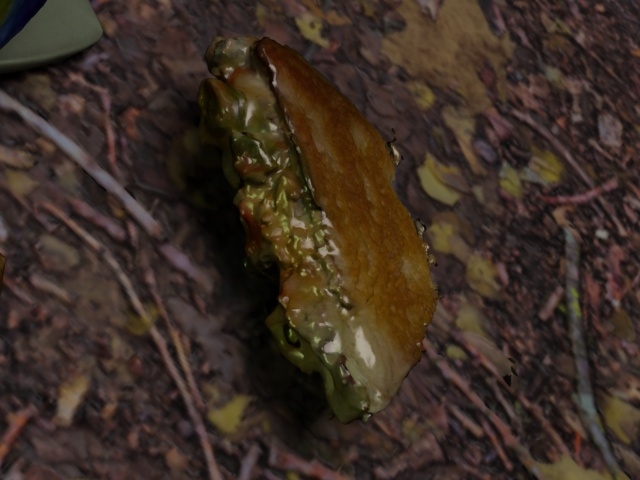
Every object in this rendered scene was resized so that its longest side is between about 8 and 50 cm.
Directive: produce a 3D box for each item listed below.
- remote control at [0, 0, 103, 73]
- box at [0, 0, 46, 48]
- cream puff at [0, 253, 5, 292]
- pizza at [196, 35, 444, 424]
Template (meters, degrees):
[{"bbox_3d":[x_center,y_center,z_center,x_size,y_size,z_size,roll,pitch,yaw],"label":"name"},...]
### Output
[{"bbox_3d":[-0.216,-0.206,0.974,0.123,0.038,0.285,-16,71,-45],"label":"remote control"},{"bbox_3d":[-0.218,-0.207,0.822,0.291,0.262,0.206,-35,70,-32],"label":"box"},{"bbox_3d":[-0.183,0.020,0.783,0.122,0.116,0.094,29,56,-41],"label":"cream puff"},{"bbox_3d":[0.000,0.000,0.988,0.147,0.069,0.226,14,53,-60],"label":"pizza"}]
